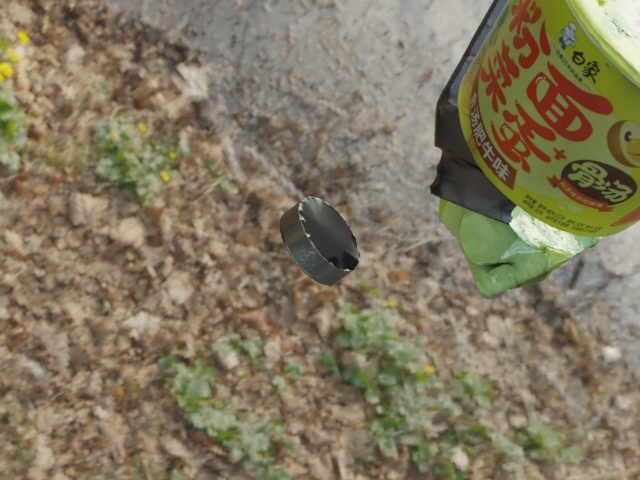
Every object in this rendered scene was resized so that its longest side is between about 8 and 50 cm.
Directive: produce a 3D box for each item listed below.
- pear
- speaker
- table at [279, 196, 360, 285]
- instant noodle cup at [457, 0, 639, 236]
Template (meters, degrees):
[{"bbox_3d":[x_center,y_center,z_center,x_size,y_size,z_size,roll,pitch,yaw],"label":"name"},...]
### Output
[{"bbox_3d":[0.345,-0.071,2.046,0.286,0.176,0.282,-23,82,-44],"label":"pear"},{"bbox_3d":[0.314,-0.244,1.845,0.180,0.184,0.388,24,65,16],"label":"speaker"},{"bbox_3d":[0.000,0.000,1.775,0.133,0.043,0.133,36,33,-29],"label":"table"},{"bbox_3d":[0.285,-0.154,1.112,0.311,0.221,0.311,14,53,-19],"label":"instant noodle cup"}]
